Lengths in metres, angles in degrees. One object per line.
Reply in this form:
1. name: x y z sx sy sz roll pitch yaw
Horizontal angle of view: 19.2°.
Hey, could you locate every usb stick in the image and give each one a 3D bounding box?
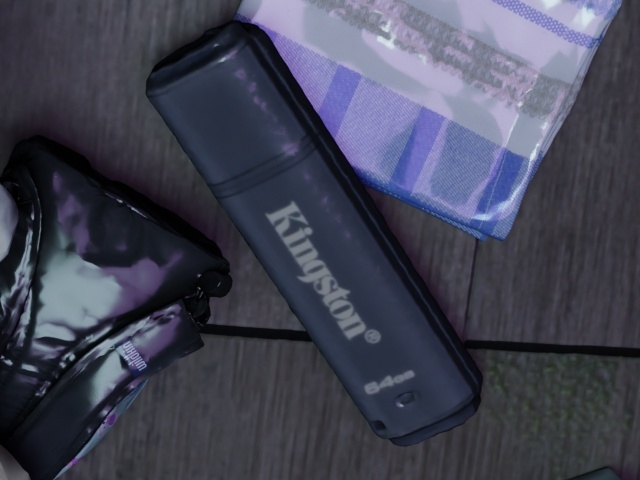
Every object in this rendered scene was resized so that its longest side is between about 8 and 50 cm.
1. usb stick: 0.000 0.000 1.072 0.077 0.045 0.278 -28 112 14

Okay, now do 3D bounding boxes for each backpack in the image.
1. backpack: -0.149 0.051 1.036 0.152 0.115 0.182 32 96 -1

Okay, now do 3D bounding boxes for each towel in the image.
1. towel: 0.079 -0.161 1.076 0.209 0.034 0.285 25 96 -13

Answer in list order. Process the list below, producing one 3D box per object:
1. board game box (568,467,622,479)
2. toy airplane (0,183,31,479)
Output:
1. board game box: 0.186 0.285 1.043 0.098 0.303 0.224 -17 103 -6
2. toy airplane: -0.322 -0.004 0.866 0.384 0.272 0.386 -1 115 -13
